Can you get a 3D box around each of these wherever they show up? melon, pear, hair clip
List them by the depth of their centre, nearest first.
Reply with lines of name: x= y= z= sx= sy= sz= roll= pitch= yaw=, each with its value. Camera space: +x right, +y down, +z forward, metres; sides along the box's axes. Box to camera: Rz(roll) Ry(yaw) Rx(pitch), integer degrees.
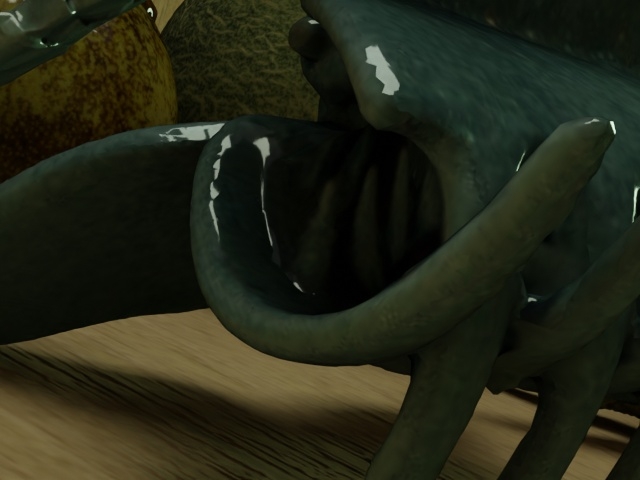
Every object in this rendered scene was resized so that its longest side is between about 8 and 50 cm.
hair clip: x=0.079 y=-0.016 z=0.638 sx=0.318 sy=0.392 sz=0.238 roll=13 pitch=31 yaw=-42
pear: x=-0.179 y=-0.088 z=0.953 sx=0.197 sy=0.197 sz=0.197 roll=16 pitch=6 yaw=-2
melon: x=0.017 y=-0.072 z=1.092 sx=0.248 sy=0.249 sz=0.329 roll=11 pitch=8 yaw=-38

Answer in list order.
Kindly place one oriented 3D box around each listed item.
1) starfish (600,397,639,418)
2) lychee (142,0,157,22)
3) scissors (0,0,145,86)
starfish: x=0.229 y=0.085 z=0.956 sx=0.357 sy=0.078 sz=0.347 roll=1 pitch=-14 yaw=31
lychee: x=-0.250 y=-0.149 z=1.152 sx=0.260 sy=0.261 sz=0.260 roll=16 pitch=6 yaw=-2
scissors: x=-0.129 y=-0.089 z=0.717 sx=0.383 sy=0.029 sz=0.256 roll=-27 pitch=-2 yaw=12
